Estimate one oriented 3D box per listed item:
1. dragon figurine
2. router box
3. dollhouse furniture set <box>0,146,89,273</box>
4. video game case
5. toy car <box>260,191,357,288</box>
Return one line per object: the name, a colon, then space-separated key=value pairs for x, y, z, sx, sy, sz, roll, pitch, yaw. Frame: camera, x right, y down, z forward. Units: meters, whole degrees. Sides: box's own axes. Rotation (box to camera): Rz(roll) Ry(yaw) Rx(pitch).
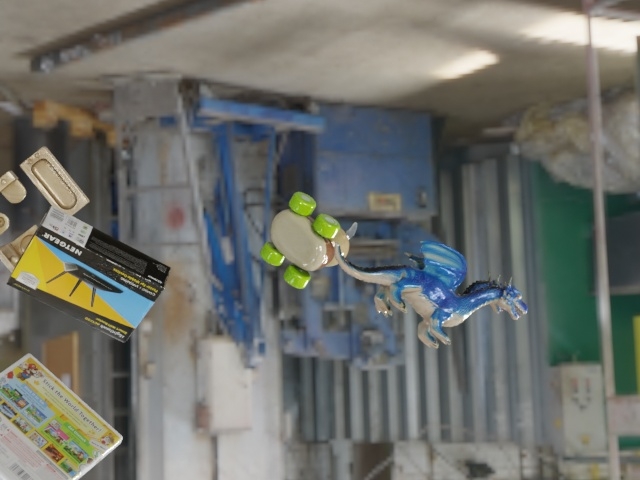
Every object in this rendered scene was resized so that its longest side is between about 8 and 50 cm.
dragon figurine: x=0.153 y=0.054 z=1.748 sx=0.289 sy=0.144 sz=0.085 roll=34 pitch=160 yaw=-6
router box: x=-0.306 y=0.047 z=1.623 sx=0.179 sy=0.046 sz=0.133 roll=28 pitch=130 yaw=-13
dollhouse furniture set: x=-0.456 y=-0.046 z=1.937 sx=0.151 sy=0.144 sz=0.123 roll=-38 pitch=-173 yaw=-1
video game case: x=-0.478 y=0.315 z=2.036 sx=0.206 sy=0.227 sz=0.026 roll=-39 pitch=164 yaw=-45
toy car: x=0.000 y=0.000 z=2.515 sx=0.149 sy=0.155 sz=0.188 roll=43 pitch=-156 yaw=29
